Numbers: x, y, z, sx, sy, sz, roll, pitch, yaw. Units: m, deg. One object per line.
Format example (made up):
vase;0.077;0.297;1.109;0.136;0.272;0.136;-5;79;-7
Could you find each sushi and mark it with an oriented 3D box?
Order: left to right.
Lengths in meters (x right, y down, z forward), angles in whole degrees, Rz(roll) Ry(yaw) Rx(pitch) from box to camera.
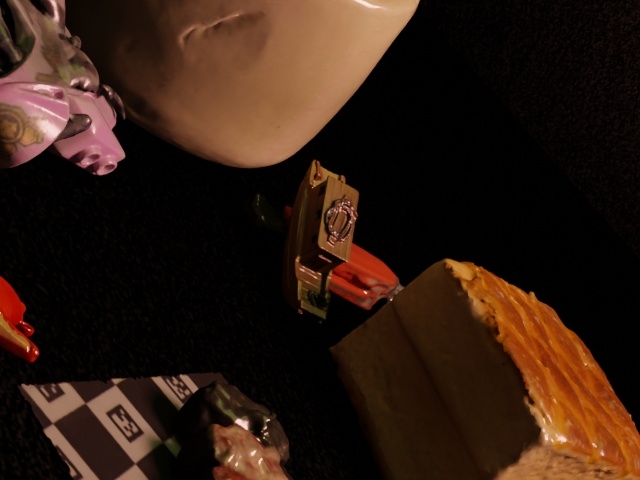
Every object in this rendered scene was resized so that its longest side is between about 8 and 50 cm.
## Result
sushi;-0.054;0.218;1.326;0.320;0.069;0.339;55;19;19

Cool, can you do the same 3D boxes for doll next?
doll;-0.286;0.032;1.192;0.169;0.057;0.109;26;8;-22

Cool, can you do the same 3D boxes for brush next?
brush;0.022;0.031;1.929;0.323;0.051;0.070;30;19;-39

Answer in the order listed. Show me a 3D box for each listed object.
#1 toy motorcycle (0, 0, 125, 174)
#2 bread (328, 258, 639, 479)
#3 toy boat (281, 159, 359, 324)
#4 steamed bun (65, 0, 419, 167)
toy motorcycle;-0.262;-0.128;1.461;0.188;0.143;0.327;65;7;19
bread;0.189;0.191;1.728;0.279;0.207;0.279;29;27;-46
toy boat;0.000;0.000;1.797;0.057;0.077;0.200;27;56;-28
steamed bun;-0.132;-0.323;1.755;0.456;0.371;0.290;50;41;10
